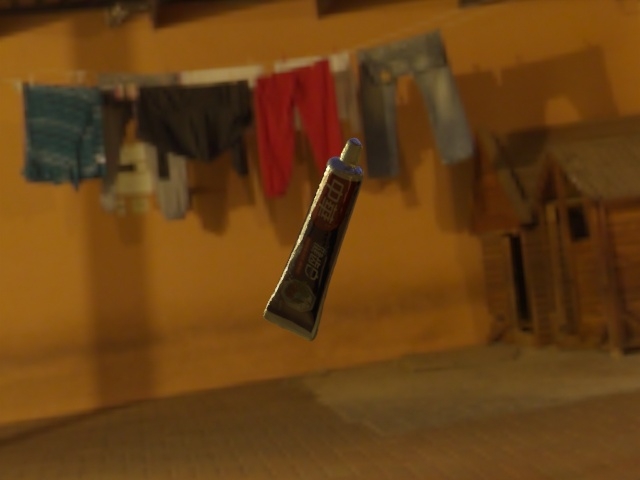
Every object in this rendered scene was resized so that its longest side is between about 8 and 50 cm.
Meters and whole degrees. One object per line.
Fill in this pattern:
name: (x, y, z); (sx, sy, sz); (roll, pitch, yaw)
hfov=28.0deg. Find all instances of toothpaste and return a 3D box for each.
toothpaste: (0.000, 0.000, 0.770); (0.037, 0.140, 0.021); (27, 29, 12)
